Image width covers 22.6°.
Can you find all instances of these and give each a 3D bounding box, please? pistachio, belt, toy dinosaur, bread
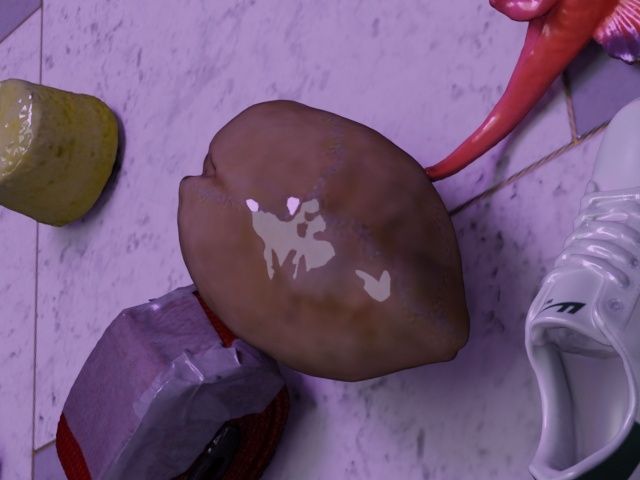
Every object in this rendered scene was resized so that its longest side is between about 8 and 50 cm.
[{"bbox_3d":[0.000,0.000,1.062,0.162,0.181,0.293,-59,29,2],"label":"pistachio"},{"bbox_3d":[-0.107,0.141,1.174,0.201,0.128,0.124,-58,39,21],"label":"belt"},{"bbox_3d":[0.179,-0.137,1.014,0.139,0.070,0.286,31,102,30],"label":"toy dinosaur"},{"bbox_3d":[-0.252,-0.083,1.472,0.111,0.114,0.129,-3,75,44],"label":"bread"}]

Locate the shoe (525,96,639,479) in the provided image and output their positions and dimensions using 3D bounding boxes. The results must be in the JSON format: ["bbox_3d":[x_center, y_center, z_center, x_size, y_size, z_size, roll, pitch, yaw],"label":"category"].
[{"bbox_3d":[0.170,0.030,0.896,0.095,0.110,0.265,-18,64,48],"label":"shoe"}]
